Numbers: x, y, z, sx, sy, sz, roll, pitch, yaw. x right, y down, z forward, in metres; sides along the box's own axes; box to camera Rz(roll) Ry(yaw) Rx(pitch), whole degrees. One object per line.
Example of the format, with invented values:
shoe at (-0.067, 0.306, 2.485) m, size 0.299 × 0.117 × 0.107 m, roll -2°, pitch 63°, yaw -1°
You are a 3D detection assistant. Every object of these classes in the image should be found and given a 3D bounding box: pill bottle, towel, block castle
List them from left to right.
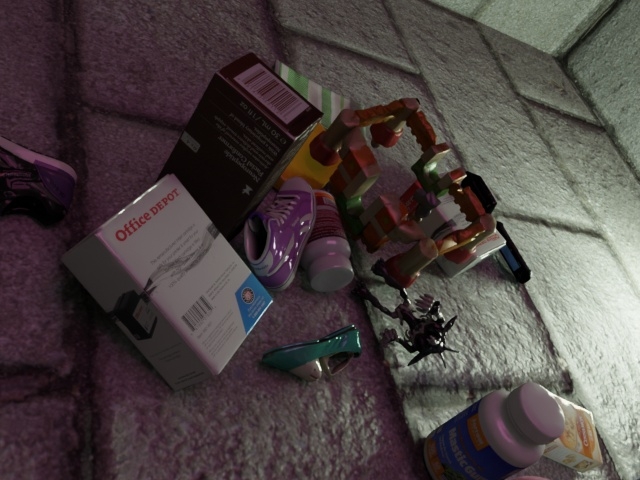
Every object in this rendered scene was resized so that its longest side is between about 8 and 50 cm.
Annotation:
towel at (-0.003, -0.399, 1.958) m, size 0.325 × 0.038 × 0.248 m, roll 22°, pitch 42°, yaw -22°
pill bottle at (0.000, 0.000, 1.514) m, size 0.121 × 0.121 × 0.221 m, roll 10°, pitch 48°, yaw -33°
block castle at (0.194, -0.120, 1.661) m, size 0.303 × 0.213 × 0.453 m, roll -21°, pitch 75°, yaw -34°
pill bottle at (0.343, 0.392, 1.304) m, size 0.152 × 0.272 × 0.152 m, roll 22°, pitch 42°, yaw -22°

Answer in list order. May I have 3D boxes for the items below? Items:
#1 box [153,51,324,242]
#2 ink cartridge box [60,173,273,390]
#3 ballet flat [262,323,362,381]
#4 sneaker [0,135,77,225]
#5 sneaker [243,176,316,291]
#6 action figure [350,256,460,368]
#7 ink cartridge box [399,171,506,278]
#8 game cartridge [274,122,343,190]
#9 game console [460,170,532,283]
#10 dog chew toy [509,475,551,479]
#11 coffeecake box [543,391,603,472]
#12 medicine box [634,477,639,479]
box at (-0.182, -0.157, 1.306) m, size 0.191 × 0.381 × 0.143 m, roll 40°, pitch 41°, yaw 0°
ink cartridge box at (-0.260, 0.071, 1.164) m, size 0.307 × 0.129 × 0.223 m, roll 53°, pitch 38°, yaw -13°
ballet flat at (-0.003, 0.235, 1.326) m, size 0.247 × 0.083 × 0.087 m, roll -10°, pitch 74°, yaw -42°
sneaker at (-0.581, -0.114, 1.162) m, size 0.283 × 0.107 × 0.124 m, roll 18°, pitch 50°, yaw -26°
sneaker at (-0.087, -0.049, 1.405) m, size 0.161 × 0.102 × 0.282 m, roll 58°, pitch 36°, yaw -51°
action figure at (0.195, 0.177, 1.483) m, size 0.275 × 0.164 × 0.141 m, roll 43°, pitch 8°, yaw 14°
ink cartridge box at (0.368, -0.047, 1.868) m, size 0.197 × 0.114 × 0.273 m, roll -18°, pitch 66°, yaw -48°
game cartridge at (-0.096, -0.263, 1.714) m, size 0.324 × 0.052 × 0.285 m, roll 48°, pitch 41°, yaw -5°
game console at (0.523, -0.037, 1.960) m, size 0.361 × 0.044 × 0.213 m, roll 61°, pitch 3°, yaw 13°
dog chew toy at (0.368, 0.596, 1.202) m, size 0.206 × 0.206 × 0.332 m, roll 45°, pitch 46°, yaw 5°
coffeecake box at (0.581, 0.459, 1.600) m, size 0.185 × 0.068 × 0.142 m, roll 26°, pitch 42°, yaw -17°
medicine box at (0.595, 0.642, 1.261) m, size 0.149 × 0.289 × 0.263 m, roll 29°, pitch 40°, yaw -17°
